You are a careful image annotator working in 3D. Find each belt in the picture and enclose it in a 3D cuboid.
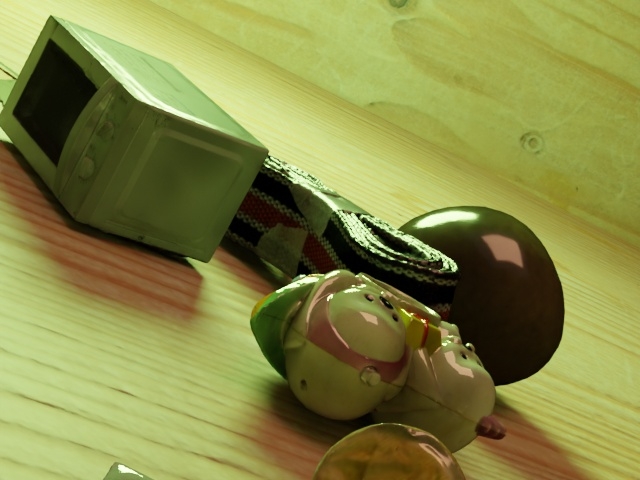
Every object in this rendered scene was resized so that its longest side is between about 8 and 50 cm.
[{"bbox_3d":[0.000,0.000,1.219,0.126,0.094,0.359,18,11,-39],"label":"belt"}]

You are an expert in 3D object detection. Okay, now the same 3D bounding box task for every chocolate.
[{"bbox_3d":[0.043,0.145,0.720,0.085,0.086,0.219,32,-7,12],"label":"chocolate"}]

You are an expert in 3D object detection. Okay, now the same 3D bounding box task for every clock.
[{"bbox_3d":[0.043,0.090,0.982,0.231,0.103,0.144,24,4,-32],"label":"clock"}]

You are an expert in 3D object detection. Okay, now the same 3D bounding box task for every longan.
[{"bbox_3d":[0.140,0.050,1.260,0.189,0.189,0.189,28,12,-6],"label":"longan"}]

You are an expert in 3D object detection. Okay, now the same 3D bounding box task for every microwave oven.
[{"bbox_3d":[-0.169,-0.088,1.176,0.162,0.122,0.208,20,15,-40],"label":"microwave oven"}]

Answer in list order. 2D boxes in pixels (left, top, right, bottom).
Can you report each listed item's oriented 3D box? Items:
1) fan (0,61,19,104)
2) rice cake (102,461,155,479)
[{"bbox_3d":[-0.295,-0.159,1.444,0.414,0.012,0.233,36,13,25],"label":"fan"},{"bbox_3d":[-0.016,0.174,0.629,0.221,0.042,0.080,28,17,-6],"label":"rice cake"}]
